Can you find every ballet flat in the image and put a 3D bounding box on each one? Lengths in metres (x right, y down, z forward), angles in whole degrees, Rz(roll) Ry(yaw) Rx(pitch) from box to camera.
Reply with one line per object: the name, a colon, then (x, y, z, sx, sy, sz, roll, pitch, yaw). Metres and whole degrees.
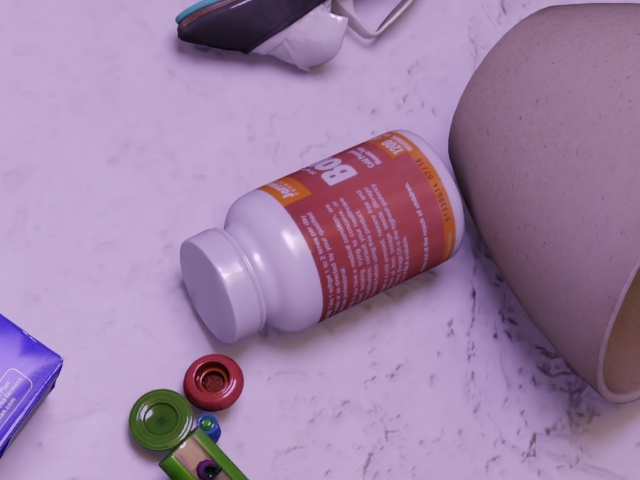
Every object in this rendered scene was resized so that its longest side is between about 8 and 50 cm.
ballet flat: (0.008, -0.212, 1.464, 0.280, 0.095, 0.096, -30, 94, -24)

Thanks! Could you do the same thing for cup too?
cup: (0.248, -0.065, 1.387, 0.331, 0.331, 0.237, -38, 59, -25)

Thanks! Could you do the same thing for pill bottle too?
pill bottle: (0.000, 0.000, 1.363, 0.216, 0.121, 0.121, -25, 79, -24)

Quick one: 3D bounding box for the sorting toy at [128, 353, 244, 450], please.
sorting toy: (-0.102, 0.137, 1.333, 0.102, 0.042, 0.061, -36, 68, -13)

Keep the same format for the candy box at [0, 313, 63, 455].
candy box: (-0.393, 0.107, 1.205, 0.317, 0.122, 0.268, 37, 66, -2)

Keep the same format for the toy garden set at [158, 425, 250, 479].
toy garden set: (-0.106, 0.294, 1.245, 0.244, 0.049, 0.204, -44, 96, -20)
